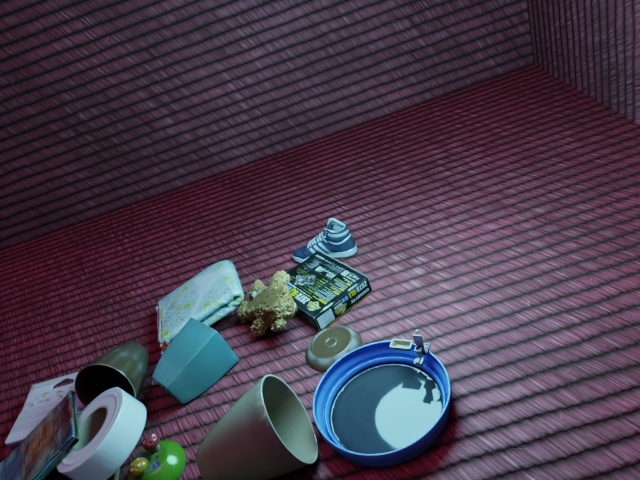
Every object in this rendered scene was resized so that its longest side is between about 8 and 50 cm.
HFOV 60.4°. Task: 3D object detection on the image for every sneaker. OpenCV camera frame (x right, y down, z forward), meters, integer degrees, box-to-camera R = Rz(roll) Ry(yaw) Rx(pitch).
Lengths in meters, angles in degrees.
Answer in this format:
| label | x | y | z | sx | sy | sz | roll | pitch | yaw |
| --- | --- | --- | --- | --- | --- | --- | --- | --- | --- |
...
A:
| label | x | y | z | sx | sy | sz | roll | pitch | yaw |
| --- | --- | --- | --- | --- | --- | --- | --- | --- | --- |
| sneaker | 0.000 | 0.000 | 2.244 | 0.282 | 0.153 | 0.099 | -8 | 33 | 20 |

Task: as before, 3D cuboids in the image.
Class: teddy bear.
| label | x | y | z | sx | sy | sz | roll | pitch | yaw |
| --- | --- | --- | --- | --- | --- | --- | --- | --- | --- |
| teddy bear | -0.185 | 0.233 | 1.989 | 0.338 | 0.113 | 0.245 | -23 | 39 | 47 |

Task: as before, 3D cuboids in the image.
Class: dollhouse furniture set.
| label | x | y | z | sx | sy | sz | roll | pitch | yaw |
| --- | --- | --- | --- | --- | --- | --- | --- | --- | --- |
| dollhouse furniture set | 0.243 | 0.298 | 1.574 | 0.114 | 0.081 | 0.091 | 0 | 37 | 30 |

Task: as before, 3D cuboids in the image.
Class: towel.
| label | x | y | z | sx | sy | sz | roll | pitch | yaw |
| --- | --- | --- | --- | --- | --- | --- | --- | --- | --- |
| towel | -0.904 | 0.680 | 1.731 | 0.370 | 0.040 | 0.271 | -48 | 33 | -4 |
| towel | -0.478 | 0.250 | 2.159 | 0.374 | 0.090 | 0.320 | -34 | 29 | -2 |

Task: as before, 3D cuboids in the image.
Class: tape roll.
| label | x | y | z | sx | sy | sz | roll | pitch | yaw |
| --- | --- | --- | --- | --- | --- | --- | --- | --- | --- |
| tape roll | -0.676 | 0.603 | 1.700 | 0.286 | 0.100 | 0.286 | -31 | 30 | 21 |

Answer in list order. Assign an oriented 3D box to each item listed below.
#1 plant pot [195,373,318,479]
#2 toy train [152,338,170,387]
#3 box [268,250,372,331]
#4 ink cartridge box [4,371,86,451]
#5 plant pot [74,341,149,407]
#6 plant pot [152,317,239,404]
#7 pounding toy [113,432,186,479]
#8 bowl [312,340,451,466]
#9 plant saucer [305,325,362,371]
| label | x | y | z | sx | sy | sz | roll | pitch | yaw |
| --- | --- | --- | --- | --- | --- | --- | --- | --- | --- |
| plant pot | -0.190 | 0.543 | 1.481 | 0.274 | 0.256 | 0.256 | -34 | 30 | 9 |
| toy train | -0.542 | 0.440 | 1.956 | 0.125 | 0.046 | 0.167 | 0 | 74 | 51 |
| box | -0.006 | 0.178 | 2.054 | 0.257 | 0.079 | 0.322 | -37 | 35 | -21 |
| ink cartridge box | -0.932 | 0.599 | 1.967 | 0.296 | 0.066 | 0.261 | -17 | 33 | 7 |
| plant pot | -0.703 | 0.464 | 1.937 | 0.215 | 0.216 | 0.230 | -13 | 18 | 13 |
| plant pot | -0.437 | 0.418 | 1.867 | 0.165 | 0.166 | 0.234 | 15 | 53 | 44 |
| pounding toy | -0.524 | 0.652 | 1.606 | 0.236 | 0.110 | 0.183 | -21 | 31 | -1 |
| bowl | 0.173 | 0.448 | 1.539 | 0.390 | 0.077 | 0.391 | -15 | 33 | 10 |
| plant saucer | 0.038 | 0.345 | 1.813 | 0.198 | 0.036 | 0.199 | -15 | 32 | 9 |
